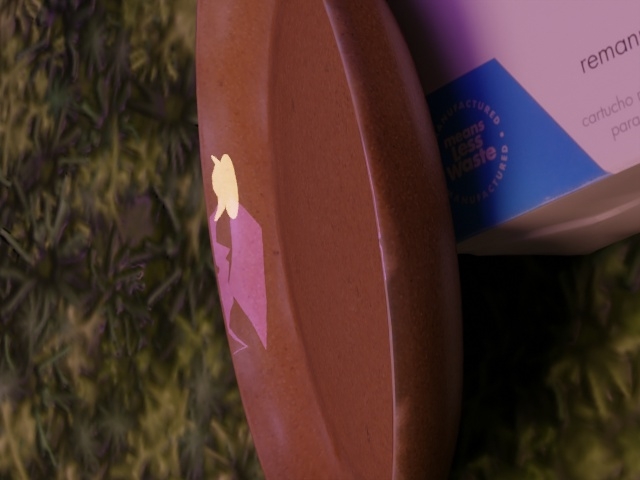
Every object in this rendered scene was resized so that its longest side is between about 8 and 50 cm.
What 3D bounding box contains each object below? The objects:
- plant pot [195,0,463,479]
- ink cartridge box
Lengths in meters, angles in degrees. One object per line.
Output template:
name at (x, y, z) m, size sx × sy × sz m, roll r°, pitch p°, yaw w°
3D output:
plant pot at (0.000, 0.000, 0.542) m, size 0.236 × 0.032 × 0.236 m, roll 172°, pitch 90°, yaw -75°
ink cartridge box at (0.077, -0.124, 0.494) m, size 0.134 × 0.078 × 0.231 m, roll -27°, pitch 70°, yaw 44°
